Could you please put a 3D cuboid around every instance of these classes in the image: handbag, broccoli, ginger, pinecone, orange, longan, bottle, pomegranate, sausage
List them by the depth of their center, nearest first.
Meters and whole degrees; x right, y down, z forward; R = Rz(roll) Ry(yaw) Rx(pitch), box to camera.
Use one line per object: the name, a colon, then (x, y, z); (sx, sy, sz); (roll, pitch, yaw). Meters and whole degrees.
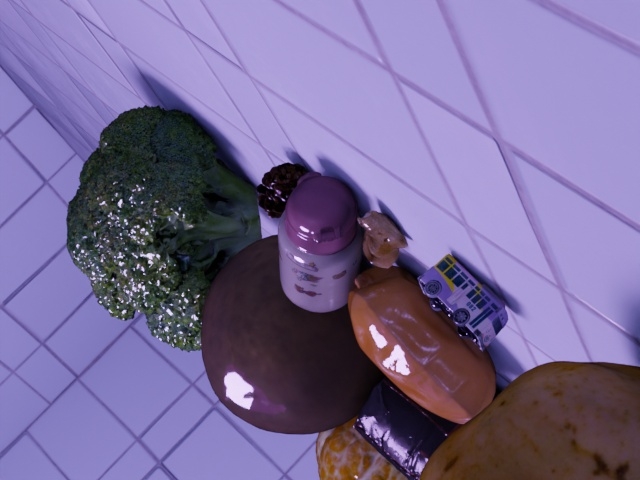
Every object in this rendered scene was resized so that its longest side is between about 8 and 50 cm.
pomegranate: (0.245, 0.271, 1.208); (0.332, 0.332, 0.332); (43, 171, 9)
ginger: (0.074, 0.000, 1.651); (0.057, 0.044, 0.137); (61, 174, 17)
bottle: (0.000, 0.000, 1.728); (0.110, 0.110, 0.233); (41, 161, 18)
sausage: (0.128, 0.133, 1.750); (0.241, 0.120, 0.136); (45, 172, -2)
pinecone: (-0.043, -0.068, 1.772); (0.077, 0.077, 0.083); (42, 146, 16)
handbag: (0.174, 0.259, 1.891); (0.169, 0.155, 0.215); (36, -156, 26)
longan: (-0.034, 0.136, 1.942); (0.297, 0.297, 0.297); (43, 171, 9)
orange: (0.153, 0.349, 2.122); (0.329, 0.249, 0.329); (29, -157, -13)
broccoli: (-0.252, -0.035, 2.175); (0.321, 0.310, 0.413); (44, -151, -53)

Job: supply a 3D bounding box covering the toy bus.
toy bus: (0.162, 0.069, 1.515); (0.102, 0.058, 0.052); (45, 173, 27)
